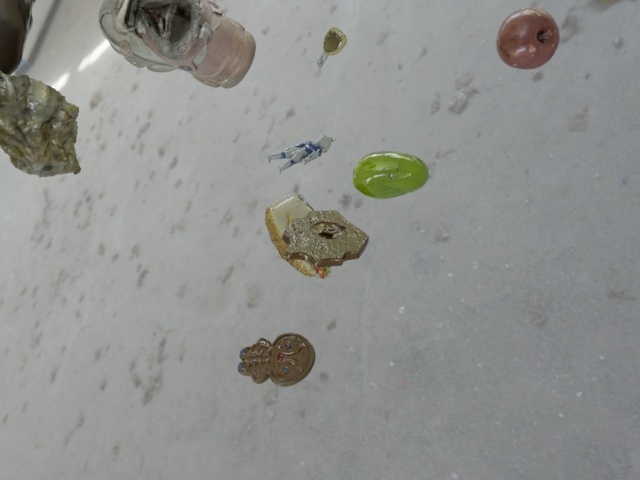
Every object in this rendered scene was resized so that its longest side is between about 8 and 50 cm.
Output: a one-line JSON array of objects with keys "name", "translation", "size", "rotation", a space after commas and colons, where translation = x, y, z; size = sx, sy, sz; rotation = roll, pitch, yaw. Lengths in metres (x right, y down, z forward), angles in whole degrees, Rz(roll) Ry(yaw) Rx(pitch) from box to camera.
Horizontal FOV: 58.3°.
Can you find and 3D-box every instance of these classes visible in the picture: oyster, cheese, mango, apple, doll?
[{"name": "oyster", "translation": [-0.398, -0.149, 0.778], "size": [0.209, 0.133, 0.072], "rotation": [133, 132, -60]}, {"name": "cheese", "translation": [0.032, -0.723, 2.170], "size": [0.162, 0.086, 0.036], "rotation": [-48, -1, 43]}, {"name": "mango", "translation": [0.145, -0.144, 1.225], "size": [0.163, 0.117, 0.089], "rotation": [-14, 51, 33]}, {"name": "apple", "translation": [0.527, -0.508, 1.447], "size": [0.153, 0.153, 0.120], "rotation": [-59, 17, 1]}, {"name": "doll", "translation": [-0.045, -0.270, 1.775], "size": [0.227, 0.057, 0.114], "rotation": [-27, 39, -18]}]

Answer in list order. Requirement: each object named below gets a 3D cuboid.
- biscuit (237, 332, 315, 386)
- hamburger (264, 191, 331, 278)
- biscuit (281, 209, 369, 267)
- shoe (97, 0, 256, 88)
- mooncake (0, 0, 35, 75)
[{"name": "biscuit", "translation": [-0.097, 0.260, 1.251], "size": [0.175, 0.026, 0.124], "rotation": [-6, 52, 11]}, {"name": "hamburger", "translation": [-0.064, -0.015, 1.846], "size": [0.179, 0.276, 0.294], "rotation": [-39, 34, 1]}, {"name": "biscuit", "translation": [0.000, 0.002, 1.359], "size": [0.182, 0.215, 0.034], "rotation": [39, 136, 31]}, {"name": "shoe", "translation": [-0.308, -0.429, 1.114], "size": [0.351, 0.198, 0.172], "rotation": [19, 91, 17]}, {"name": "mooncake", "translation": [-0.533, -0.334, 0.752], "size": [0.290, 0.290, 0.161], "rotation": [-41, 37, 21]}]
